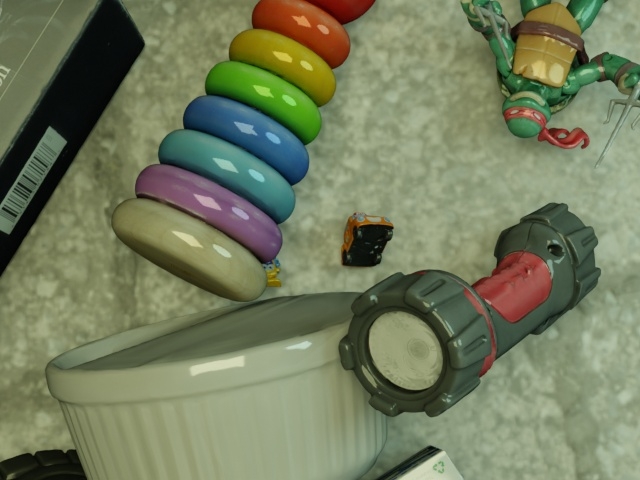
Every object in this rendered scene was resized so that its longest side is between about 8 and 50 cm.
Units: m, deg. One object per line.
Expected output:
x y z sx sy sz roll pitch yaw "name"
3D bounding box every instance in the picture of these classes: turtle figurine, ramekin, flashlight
0.192 -0.171 1.325 0.175 0.118 0.234 19 69 -10 "turtle figurine"
-0.071 0.130 1.233 0.273 0.273 0.127 -10 96 1 "ramekin"
0.128 0.040 1.209 0.103 0.304 0.103 50 124 7 "flashlight"

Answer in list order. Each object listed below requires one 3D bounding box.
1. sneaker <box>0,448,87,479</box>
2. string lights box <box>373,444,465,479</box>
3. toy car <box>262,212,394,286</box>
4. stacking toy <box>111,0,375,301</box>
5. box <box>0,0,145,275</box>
-0.260 0.257 1.308 0.341 0.125 0.139 3 111 0 "sneaker"
0.055 0.224 1.210 0.133 0.259 0.076 -32 83 -2 "string lights box"
0.000 0.000 1.343 0.122 0.060 0.040 -9 51 -6 "toy car"
-0.040 -0.119 1.327 0.141 0.141 0.330 27 80 5 "stacking toy"
-0.375 -0.121 1.308 0.312 0.179 0.343 30 85 6 "box"
